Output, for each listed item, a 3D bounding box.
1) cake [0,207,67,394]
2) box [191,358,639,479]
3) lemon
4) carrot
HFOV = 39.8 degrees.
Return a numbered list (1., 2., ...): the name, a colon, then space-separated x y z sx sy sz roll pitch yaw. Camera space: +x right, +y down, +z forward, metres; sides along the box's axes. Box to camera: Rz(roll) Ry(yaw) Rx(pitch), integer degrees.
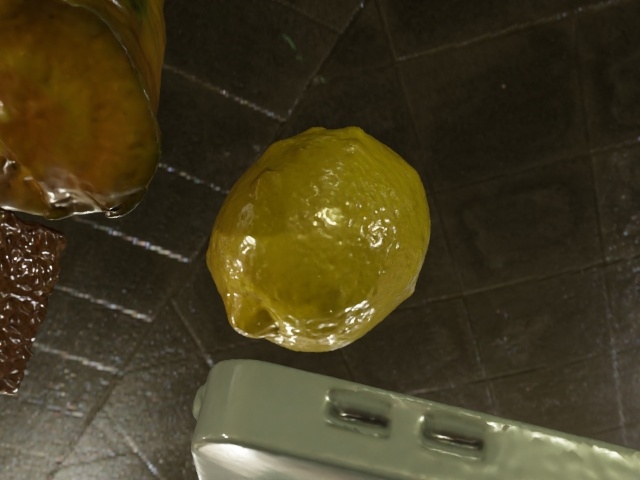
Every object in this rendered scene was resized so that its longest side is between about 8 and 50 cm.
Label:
1. cake: -0.278 0.030 0.618 0.147 0.134 0.135 -1 159 45
2. box: 0.081 0.229 0.758 0.373 0.090 0.367 13 148 5
3. lemon: 0.000 0.000 0.983 0.233 0.288 0.233 32 148 23
4. carrot: -0.244 -0.181 0.723 0.242 0.340 0.241 -7 136 -7
